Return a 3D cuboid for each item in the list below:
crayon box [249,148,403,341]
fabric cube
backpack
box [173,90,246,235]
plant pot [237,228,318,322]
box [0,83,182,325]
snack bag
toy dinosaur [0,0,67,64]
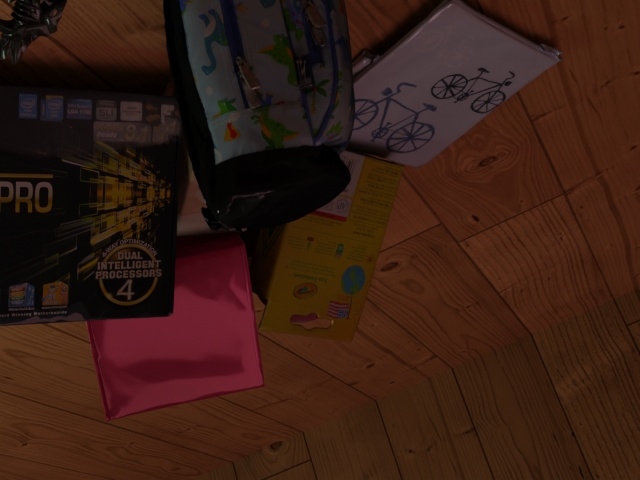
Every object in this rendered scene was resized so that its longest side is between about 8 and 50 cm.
[{"bbox_3d":[0.000,0.000,1.632,0.202,0.081,0.318,13,96,-35],"label":"crayon box"},{"bbox_3d":[-0.257,0.109,1.613,0.258,0.259,0.254,-12,110,-13],"label":"fabric cube"},{"bbox_3d":[-0.070,-0.214,1.139,0.273,0.355,0.290,-26,174,5],"label":"backpack"},{"bbox_3d":[-0.147,-0.148,1.429,0.121,0.148,0.311,-5,149,-21],"label":"box"},{"bbox_3d":[-0.058,0.022,1.762,0.201,0.201,0.180,-27,136,17],"label":"plant pot"},{"bbox_3d":[-0.386,-0.048,1.311,0.395,0.318,0.097,0,-173,-31],"label":"box"},{"bbox_3d":[0.172,-0.245,1.562,0.323,0.037,0.342,12,141,-45],"label":"snack bag"},{"bbox_3d":[-0.351,-0.316,1.003,0.322,0.164,0.218,-6,143,27],"label":"toy dinosaur"}]
